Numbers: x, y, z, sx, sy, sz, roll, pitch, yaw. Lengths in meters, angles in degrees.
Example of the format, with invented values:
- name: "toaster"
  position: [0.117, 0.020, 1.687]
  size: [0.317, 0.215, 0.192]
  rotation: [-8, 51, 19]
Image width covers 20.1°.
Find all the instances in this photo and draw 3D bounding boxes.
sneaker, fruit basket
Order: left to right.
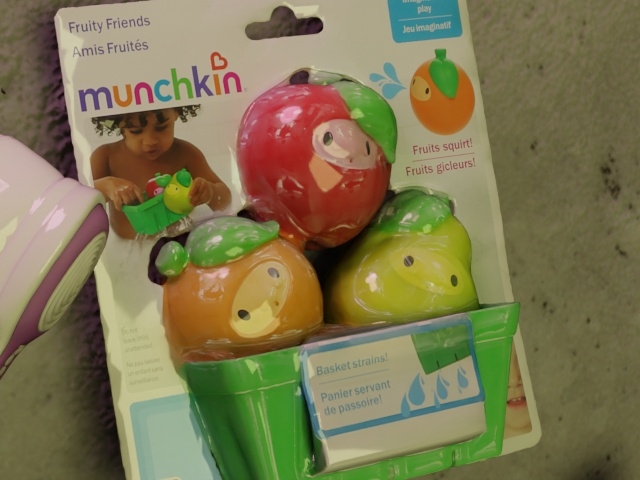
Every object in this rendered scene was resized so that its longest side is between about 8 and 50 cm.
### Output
- name: "sneaker"
  position: [-0.269, 0.062, 1.129]
  size: [0.152, 0.114, 0.305]
  rotation: [37, 84, 6]
- name: "fruit basket"
  position: [0.000, 0.000, 1.232]
  size: [0.327, 0.165, 0.353]
  rotation: [-9, 96, -29]
